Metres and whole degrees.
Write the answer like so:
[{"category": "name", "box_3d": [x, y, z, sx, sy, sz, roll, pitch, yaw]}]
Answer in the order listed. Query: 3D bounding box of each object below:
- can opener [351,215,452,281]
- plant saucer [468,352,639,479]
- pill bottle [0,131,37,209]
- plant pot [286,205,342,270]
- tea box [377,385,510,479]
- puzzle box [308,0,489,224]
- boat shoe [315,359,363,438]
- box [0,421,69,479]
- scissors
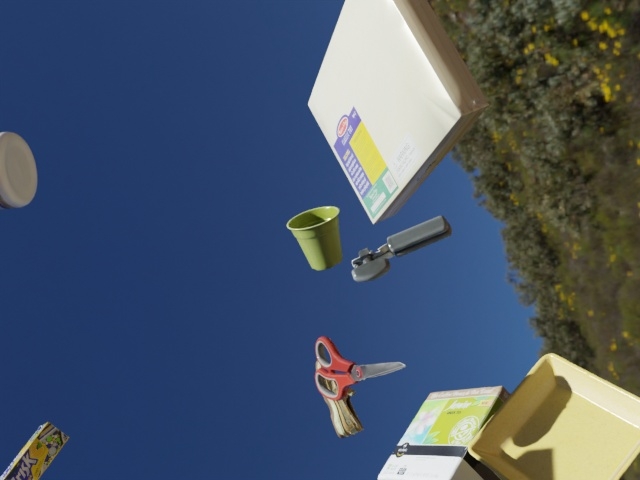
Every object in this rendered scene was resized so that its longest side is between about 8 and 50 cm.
[{"category": "can opener", "box_3d": [0.210, 0.026, 1.708, 0.074, 0.280, 0.093, 39, -152, -59]}, {"category": "plant saucer", "box_3d": [0.569, 0.464, 1.528, 0.333, 0.332, 0.081, -46, -56, -11]}, {"category": "pill bottle", "box_3d": [-0.728, -0.129, 1.321, 0.153, 0.264, 0.153, -7, -90, -87]}, {"category": "plant pot", "box_3d": [0.000, 0.000, 1.005, 0.083, 0.083, 0.079, -47, -55, -51]}, {"category": "tea box", "box_3d": [0.390, 0.599, 1.809, 0.220, 0.329, 0.323, 47, -121, -8]}, {"category": "puzzle box", "box_3d": [0.096, -0.217, 1.048, 0.052, 0.409, 0.272, -24, -102, -19]}, {"category": "boat shoe", "box_3d": [0.049, 0.362, 1.542, 0.190, 0.072, 0.068, 69, -166, 5]}, {"category": "box", "box_3d": [-0.595, 0.459, 1.340, 0.059, 0.054, 0.169, 44, -134, -15]}, {"category": "scissors", "box_3d": [0.060, 0.222, 1.057, 0.021, 0.297, 0.109, -4, -88, -27]}]
